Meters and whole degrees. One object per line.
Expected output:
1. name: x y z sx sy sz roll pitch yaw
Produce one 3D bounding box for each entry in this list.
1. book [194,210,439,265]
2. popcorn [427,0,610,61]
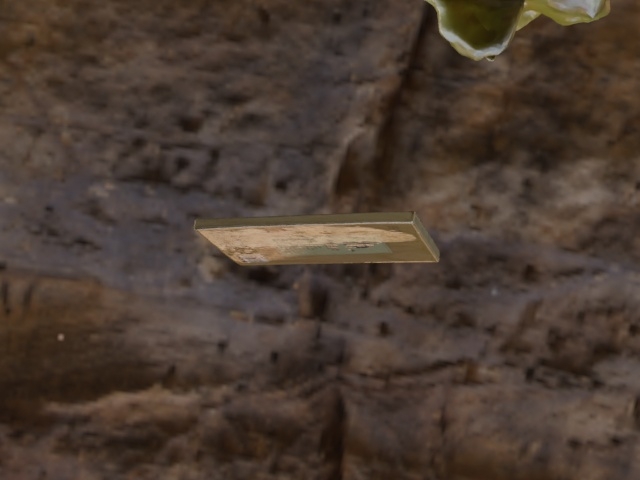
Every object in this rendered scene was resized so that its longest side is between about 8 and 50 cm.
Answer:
1. book: 0.000 0.000 1.060 0.172 0.012 0.118 -2 165 14
2. popcorn: 0.125 -0.221 0.828 0.218 0.189 0.169 10 -140 -43
